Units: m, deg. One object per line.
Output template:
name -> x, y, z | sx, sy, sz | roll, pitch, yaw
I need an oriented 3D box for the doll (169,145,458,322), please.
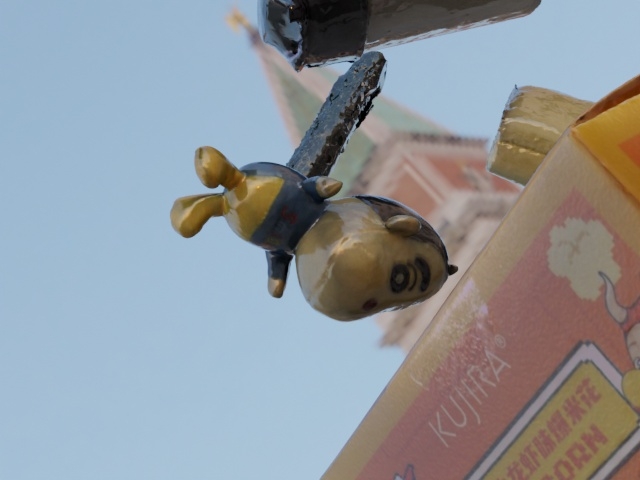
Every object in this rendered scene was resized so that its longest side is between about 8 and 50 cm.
doll -> 0.000, 0.000, 1.032 | 0.179, 0.089, 0.102 | 13, -46, -16

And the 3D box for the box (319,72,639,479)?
box -> 0.188, 0.063, 0.807 | 0.259, 0.214, 0.283 | -24, -25, -39

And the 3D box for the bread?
bread -> 0.216, -0.061, 1.282 | 0.139, 0.178, 0.060 | -66, -5, -65

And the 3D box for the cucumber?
cucumber -> 0.004, -0.092, 1.594 | 0.043, 0.044, 0.257 | 101, -167, -47

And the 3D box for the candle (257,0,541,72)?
candle -> 0.101, -0.253, 1.338 | 0.330, 0.187, 0.187 | -14, -39, -9
